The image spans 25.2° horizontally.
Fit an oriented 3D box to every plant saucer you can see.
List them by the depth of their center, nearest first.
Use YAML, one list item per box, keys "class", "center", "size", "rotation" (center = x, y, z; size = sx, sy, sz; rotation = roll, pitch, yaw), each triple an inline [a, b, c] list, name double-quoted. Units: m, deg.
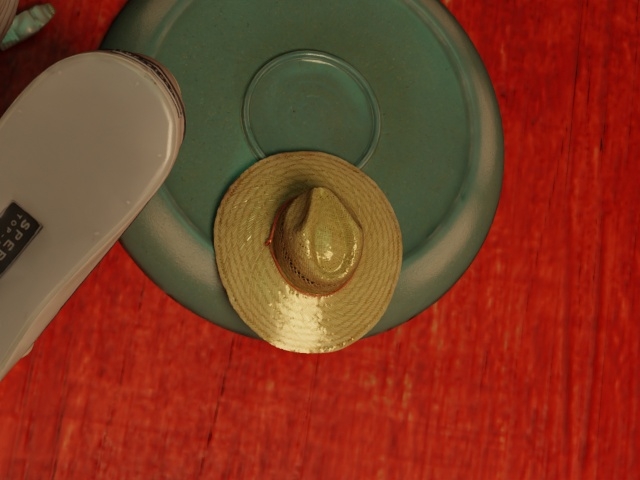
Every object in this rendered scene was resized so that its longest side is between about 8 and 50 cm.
- class: "plant saucer"
  center: [-0.010, -0.083, 1.033]
  size: [0.317, 0.044, 0.318]
  rotation: [3, 76, -13]

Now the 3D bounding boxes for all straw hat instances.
- class: "straw hat"
  center: [0.000, 0.000, 0.959]
  size: [0.144, 0.061, 0.145]
  rotation: [3, 76, -13]

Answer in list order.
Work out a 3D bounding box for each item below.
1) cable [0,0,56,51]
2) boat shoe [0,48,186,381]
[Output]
- class: "cable"
  center: [-0.329, -0.197, 0.955]
  size: [0.257, 0.089, 0.257]
  rotation: [46, 70, 0]
- class: "boat shoe"
  center: [-0.225, 0.014, 0.910]
  size: [0.136, 0.156, 0.367]
  rotation: [42, 99, -6]
